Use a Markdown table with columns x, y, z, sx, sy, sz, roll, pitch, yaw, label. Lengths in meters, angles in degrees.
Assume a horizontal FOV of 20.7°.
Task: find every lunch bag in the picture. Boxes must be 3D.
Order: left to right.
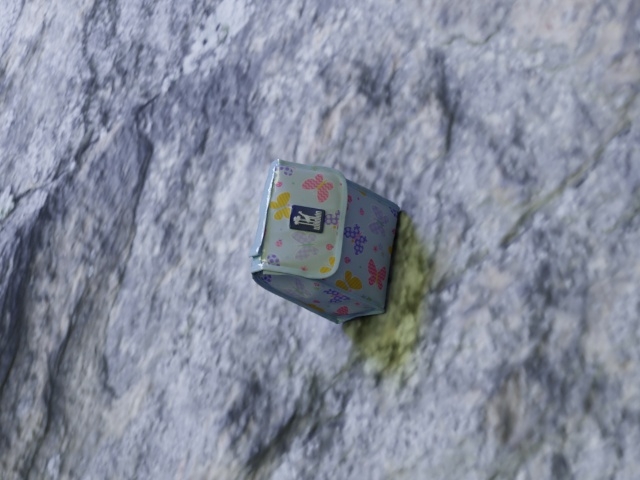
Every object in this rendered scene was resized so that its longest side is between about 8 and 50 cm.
| x | y | z | sx | sy | sz | roll | pitch | yaw | label |
| --- | --- | --- | --- | --- | --- | --- | --- | --- | --- |
| 0.000 | 0.000 | 0.990 | 0.053 | 0.083 | 0.071 | -18 | 54 | 47 | lunch bag |
